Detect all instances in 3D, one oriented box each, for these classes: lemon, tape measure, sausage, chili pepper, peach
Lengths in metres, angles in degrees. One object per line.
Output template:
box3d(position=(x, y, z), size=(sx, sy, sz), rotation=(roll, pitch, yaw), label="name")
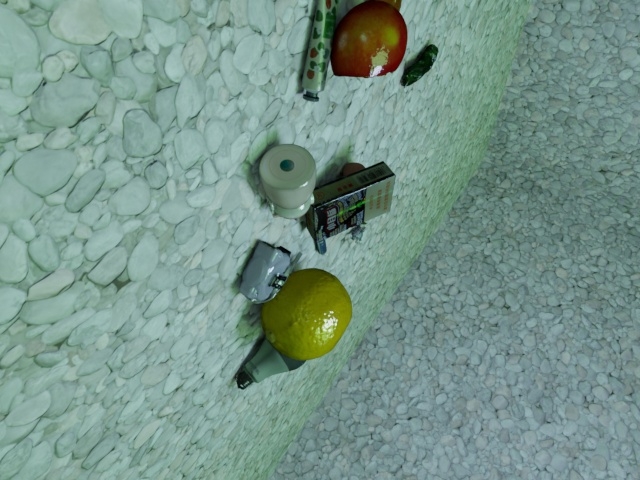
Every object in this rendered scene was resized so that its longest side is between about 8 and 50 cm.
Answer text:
box3d(position=(-0.047, 0.258, 1.651), size=(0.336, 0.336, 0.336), rotation=(-47, 155, -30), label="lemon")
box3d(position=(-0.159, 0.102, 1.471), size=(0.196, 0.105, 0.178), rotation=(-66, 159, 10), label="tape measure")
box3d(position=(0.145, -0.189, 1.773), size=(0.113, 0.114, 0.259), rotation=(-56, 158, -12), label="sausage")
box3d(position=(0.377, -0.653, 1.770), size=(0.224, 0.061, 0.098), rotation=(-52, 164, -26), label="chili pepper")
box3d(position=(0.123, -0.500, 1.228), size=(0.226, 0.190, 0.196), rotation=(-63, -177, -8), label="peach")

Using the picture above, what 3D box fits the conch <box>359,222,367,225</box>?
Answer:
box3d(position=(0.154, -0.100, 1.962), size=(0.170, 0.079, 0.105), rotation=(-14, 126, -41), label="conch")

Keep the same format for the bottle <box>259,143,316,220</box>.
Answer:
box3d(position=(-0.084, -0.141, 1.291), size=(0.147, 0.147, 0.236), rotation=(-52, 164, -21), label="bottle")

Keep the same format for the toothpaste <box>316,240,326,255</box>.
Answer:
box3d(position=(0.000, 0.000, 1.789), size=(0.057, 0.035, 0.197), rotation=(-56, 156, -27), label="toothpaste")

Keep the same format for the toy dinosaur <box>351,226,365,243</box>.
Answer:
box3d(position=(0.165, -0.029, 2.103), size=(0.082, 0.039, 0.209), rotation=(-70, 167, 15), label="toy dinosaur")

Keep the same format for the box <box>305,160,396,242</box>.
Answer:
box3d(position=(0.100, -0.132, 1.606), size=(0.310, 0.084, 0.198), rotation=(-24, 148, -15), label="box")

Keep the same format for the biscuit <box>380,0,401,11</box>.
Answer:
box3d(position=(0.191, -0.714, 1.307), size=(0.183, 0.043, 0.280), rotation=(-56, 163, -2), label="biscuit")

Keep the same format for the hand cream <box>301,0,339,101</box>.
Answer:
box3d(position=(0.001, -0.486, 1.161), size=(0.095, 0.059, 0.276), rotation=(-32, 141, -54), label="hand cream")

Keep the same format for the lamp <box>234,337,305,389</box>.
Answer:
box3d(position=(-0.191, 0.433, 1.801), size=(0.314, 0.182, 0.182), rotation=(-18, 144, -12), label="lamp")
